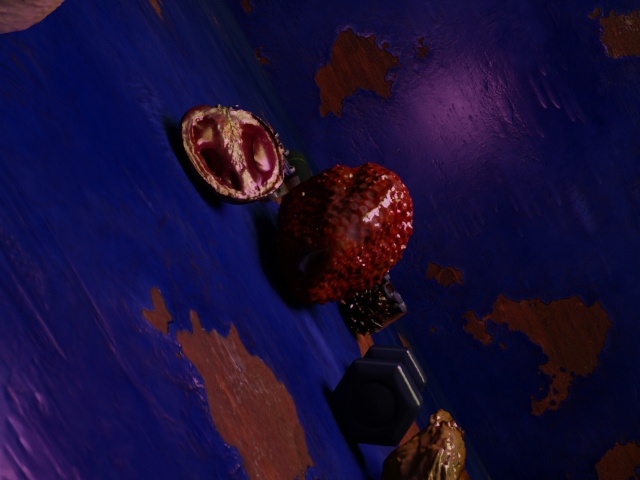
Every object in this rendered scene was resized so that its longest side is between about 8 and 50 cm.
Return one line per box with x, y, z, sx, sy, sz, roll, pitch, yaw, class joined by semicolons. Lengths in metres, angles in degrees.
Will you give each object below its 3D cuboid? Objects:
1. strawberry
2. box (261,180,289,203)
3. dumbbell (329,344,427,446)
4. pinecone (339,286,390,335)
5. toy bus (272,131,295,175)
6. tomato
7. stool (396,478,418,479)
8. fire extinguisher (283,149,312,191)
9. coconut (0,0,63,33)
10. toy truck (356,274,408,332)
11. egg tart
0.031;-0.016;1.199;0.267;0.312;0.351;42;26;5;strawberry
-0.114;-0.122;1.437;0.049;0.041;0.207;64;8;-5;box
0.120;0.283;1.156;0.325;0.160;0.144;24;67;-78;dumbbell
0.119;0.180;1.589;0.140;0.121;0.140;51;9;-11;pinecone
-0.122;-0.221;1.599;0.073;0.076;0.167;58;6;-31;toy bus
-0.161;-0.134;1.021;0.189;0.099;0.173;-1;73;-37;tomato
0.091;0.392;0.688;0.228;0.153;0.139;-45;117;-37;stool
-0.048;-0.130;1.695;0.093;0.118;0.294;12;38;-31;fire extinguisher
-0.252;-0.244;0.375;0.227;0.227;0.230;61;9;-2;coconut
0.139;0.130;1.868;0.184;0.133;0.338;55;-1;42;toy truck
0.199;0.458;0.999;0.351;0.153;0.339;-42;114;-76;egg tart
